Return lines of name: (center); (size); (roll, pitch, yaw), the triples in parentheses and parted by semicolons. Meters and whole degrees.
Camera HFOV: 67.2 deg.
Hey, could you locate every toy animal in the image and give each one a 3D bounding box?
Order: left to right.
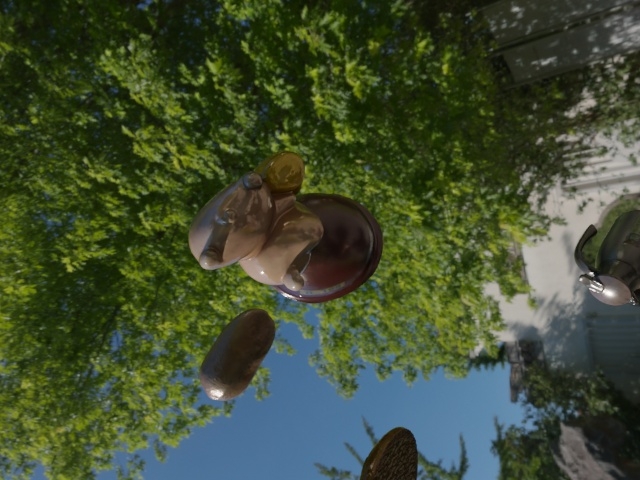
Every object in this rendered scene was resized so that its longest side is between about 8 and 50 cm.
toy animal: (-0.092, -0.025, 0.989); (0.247, 0.277, 0.345); (46, -178, -4)

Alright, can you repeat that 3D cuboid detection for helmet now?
helmet: (0.000, 0.000, 1.362); (0.230, 0.386, 0.337); (88, 176, -79)

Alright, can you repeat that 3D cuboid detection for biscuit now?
biscuit: (0.122, 0.478, 0.897); (0.262, 0.037, 0.261); (-13, -75, -57)

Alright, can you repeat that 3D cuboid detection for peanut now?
peanut: (-0.120, 0.165, 0.697); (0.076, 0.076, 0.152); (26, -81, -51)

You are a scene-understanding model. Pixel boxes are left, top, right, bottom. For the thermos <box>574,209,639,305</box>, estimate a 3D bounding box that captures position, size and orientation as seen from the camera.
thermos: (0.539, 0.030, 0.875); (0.193, 0.137, 0.105); (-40, -25, -29)
